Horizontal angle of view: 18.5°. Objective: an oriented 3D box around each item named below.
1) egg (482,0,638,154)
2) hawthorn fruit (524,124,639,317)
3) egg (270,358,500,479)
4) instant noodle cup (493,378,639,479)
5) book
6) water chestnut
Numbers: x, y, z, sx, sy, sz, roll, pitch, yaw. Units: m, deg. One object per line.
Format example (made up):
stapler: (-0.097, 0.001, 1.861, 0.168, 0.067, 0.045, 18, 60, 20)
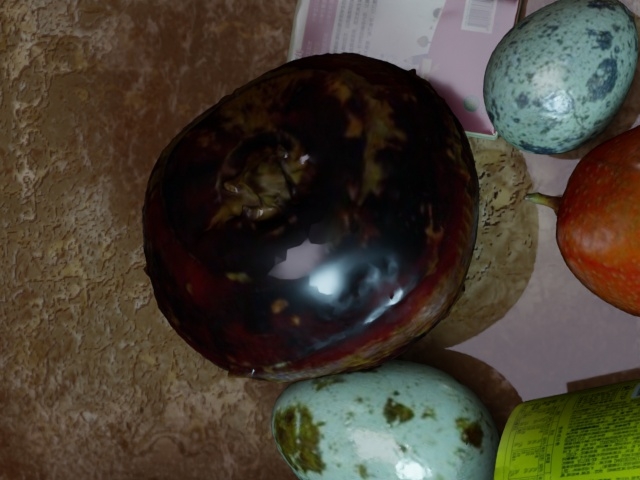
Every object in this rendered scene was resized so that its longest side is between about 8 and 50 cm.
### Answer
egg: (0.233, -0.161, 1.878, 0.132, 0.132, 0.172, 43, 92, 12)
hawthorn fruit: (0.296, -0.024, 1.835, 0.226, 0.196, 0.196, 9, 93, 31)
egg: (0.064, 0.196, 1.902, 0.231, 0.169, 0.169, 16, 95, -7)
instant noodle cup: (0.303, 0.256, 1.793, 0.222, 0.311, 0.311, -6, 89, 27)
book: (0.081, -0.199, 1.980, 0.232, 0.022, 0.162, 11, 91, 17)
water chestnut: (0.000, 0.000, 1.886, 0.350, 0.302, 0.350, -17, 50, 21)
